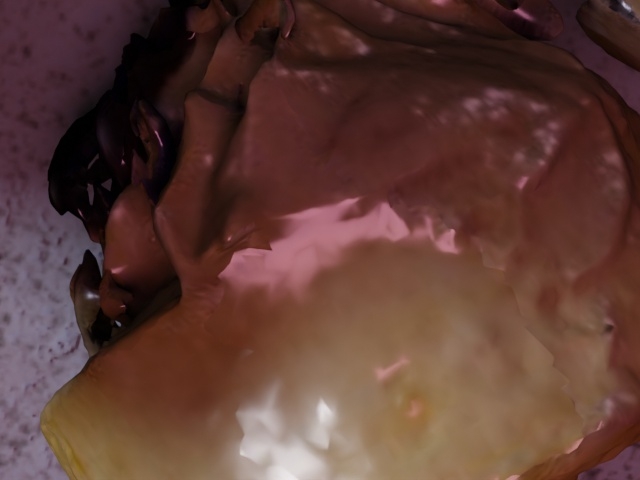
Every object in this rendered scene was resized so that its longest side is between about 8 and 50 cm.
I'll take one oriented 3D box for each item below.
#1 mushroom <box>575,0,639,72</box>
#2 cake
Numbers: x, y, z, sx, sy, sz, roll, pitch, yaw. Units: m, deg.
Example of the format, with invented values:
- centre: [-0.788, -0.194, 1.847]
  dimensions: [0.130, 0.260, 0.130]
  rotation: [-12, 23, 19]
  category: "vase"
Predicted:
- centre: [0.237, -0.155, 0.750]
  dimensions: [0.255, 0.255, 0.184]
  rotation: [-20, 82, 0]
  category: "mushroom"
- centre: [0.002, 0.001, 0.768]
  dimensions: [0.332, 0.332, 0.321]
  rotation: [-28, 79, 4]
  category: "cake"
